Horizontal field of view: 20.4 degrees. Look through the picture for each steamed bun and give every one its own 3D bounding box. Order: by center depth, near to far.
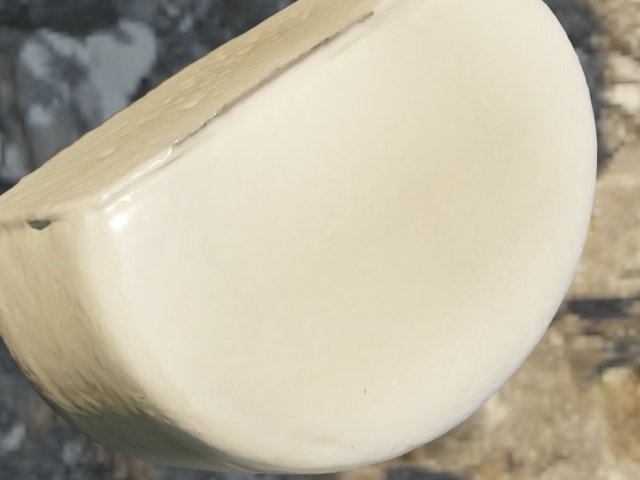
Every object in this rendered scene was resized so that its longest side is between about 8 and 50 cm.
[{"bbox_3d":[0.000,0.000,0.723,0.146,0.241,0.164,-7,-65,58],"label":"steamed bun"}]
